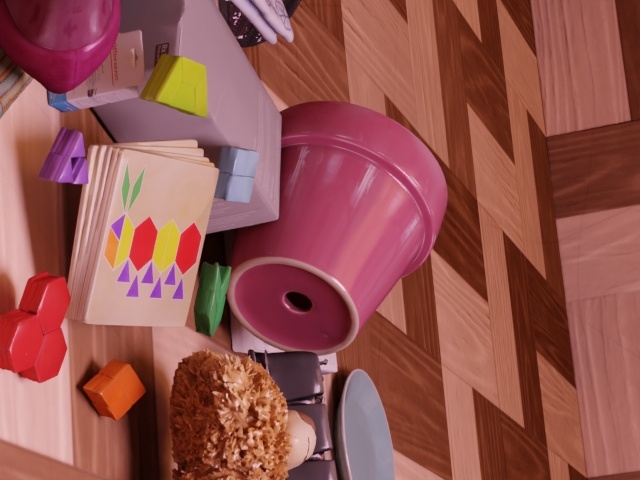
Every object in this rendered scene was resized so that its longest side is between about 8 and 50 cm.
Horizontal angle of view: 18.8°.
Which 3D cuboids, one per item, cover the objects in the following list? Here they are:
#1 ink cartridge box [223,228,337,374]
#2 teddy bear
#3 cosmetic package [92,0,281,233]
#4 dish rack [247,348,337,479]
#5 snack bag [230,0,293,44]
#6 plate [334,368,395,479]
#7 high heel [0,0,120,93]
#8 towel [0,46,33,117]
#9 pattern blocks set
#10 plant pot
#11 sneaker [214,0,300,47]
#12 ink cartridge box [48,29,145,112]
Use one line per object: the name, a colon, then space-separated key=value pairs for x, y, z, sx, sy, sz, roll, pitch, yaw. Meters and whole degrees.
ink cartridge box: x=-0.052 y=0.058 z=1.933 sx=0.179 sy=0.045 sz=0.145 roll=15 pitch=65 yaw=-52
teddy bear: x=-0.064 y=0.259 z=1.556 sx=0.245 sy=0.113 sz=0.338 roll=72 pitch=20 yaw=-59
cosmetic package: x=-0.118 y=-0.121 z=1.686 sx=0.238 sy=0.107 sz=0.127 roll=56 pitch=29 yaw=-48
dish rack: x=-0.017 y=0.212 z=1.829 sx=0.271 sy=0.074 sz=0.208 roll=93 pitch=-10 yaw=-81
snack bag: x=-0.137 y=-0.368 z=1.716 sx=0.342 sy=0.037 sz=0.323 roll=68 pitch=10 yaw=23
plate: x=0.046 y=0.236 z=2.147 sx=0.188 sy=0.024 sz=0.188 roll=-9 pitch=90 yaw=-73
high heel: x=-0.224 y=-0.295 z=1.384 sx=0.181 sy=0.127 sz=0.377 roll=121 pitch=-39 yaw=-65
towel: x=-0.250 y=-0.248 z=1.425 sx=0.370 sy=0.040 sz=0.271 roll=-69 pitch=145 yaw=-60
pattern blocks set: x=-0.141 y=-0.004 z=1.506 sx=0.325 sy=0.026 sz=0.285 roll=29 pitch=76 yaw=-66
plant pot: x=0.000 y=0.000 z=1.811 sx=0.201 sy=0.201 sz=0.180 roll=67 pitch=34 yaw=-38
sneaker: x=-0.081 y=-0.347 z=1.955 sx=0.162 sy=0.106 sz=0.281 roll=37 pitch=-58 yaw=50
ink cartridge box: x=-0.173 y=-0.134 z=1.533 sx=0.028 sy=0.083 sz=0.048 roll=31 pitch=51 yaw=-68
